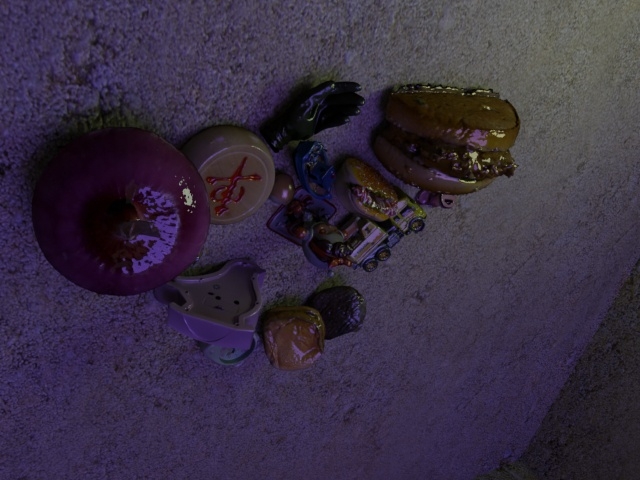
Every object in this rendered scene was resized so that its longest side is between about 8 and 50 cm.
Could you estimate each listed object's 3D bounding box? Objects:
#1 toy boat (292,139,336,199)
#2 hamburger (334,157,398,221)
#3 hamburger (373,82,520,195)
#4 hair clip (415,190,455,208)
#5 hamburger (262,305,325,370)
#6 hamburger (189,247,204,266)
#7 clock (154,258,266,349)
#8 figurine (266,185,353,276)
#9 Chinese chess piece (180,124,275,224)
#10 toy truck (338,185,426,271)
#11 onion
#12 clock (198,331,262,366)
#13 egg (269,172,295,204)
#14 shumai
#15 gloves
[{"bbox_3d":[-0.003,-0.173,1.743,0.100,0.097,0.223,-54,153,-17],"label":"toy boat"},{"bbox_3d":[0.130,-0.137,1.845,0.116,0.173,0.210,-32,145,31],"label":"hamburger"},{"bbox_3d":[0.377,-0.248,1.843,0.445,0.287,0.268,-3,129,-32],"label":"hamburger"},{"bbox_3d":[0.365,-0.168,2.093,0.123,0.102,0.138,-3,95,-37],"label":"hair clip"},{"bbox_3d":[-0.084,0.299,2.065,0.214,0.108,0.213,2,120,3],"label":"hamburger"},{"bbox_3d":[-0.391,-0.010,1.627,0.183,0.130,0.206,-40,120,-2],"label":"hamburger"},{"bbox_3d":[-0.294,0.145,1.785,0.290,0.275,0.080,15,126,-2],"label":"clock"},{"bbox_3d":[0.000,0.000,1.824,0.160,0.226,0.183,-48,138,11],"label":"figurine"},{"bbox_3d":[-0.228,-0.153,1.619,0.251,0.097,0.251,-21,135,-22],"label":"Chinese chess piece"},{"bbox_3d":[0.165,-0.041,1.992,0.272,0.124,0.157,-42,129,7],"label":"toy truck"},{"bbox_3d":[-0.417,-0.057,1.388,0.358,0.358,0.345,-47,174,9],"label":"onion"},{"bbox_3d":[-0.262,0.310,2.032,0.151,0.062,0.191,-41,140,0],"label":"clock"},{"bbox_3d":[-0.100,-0.135,1.750,0.071,0.071,0.083,-3,113,-35],"label":"egg"},{"bbox_3d":[0.063,0.225,2.148,0.209,0.161,0.153,-46,162,20],"label":"shumai"},{"bbox_3d":[-0.021,-0.306,1.630,0.268,0.107,0.135,-24,145,8],"label":"gloves"}]
